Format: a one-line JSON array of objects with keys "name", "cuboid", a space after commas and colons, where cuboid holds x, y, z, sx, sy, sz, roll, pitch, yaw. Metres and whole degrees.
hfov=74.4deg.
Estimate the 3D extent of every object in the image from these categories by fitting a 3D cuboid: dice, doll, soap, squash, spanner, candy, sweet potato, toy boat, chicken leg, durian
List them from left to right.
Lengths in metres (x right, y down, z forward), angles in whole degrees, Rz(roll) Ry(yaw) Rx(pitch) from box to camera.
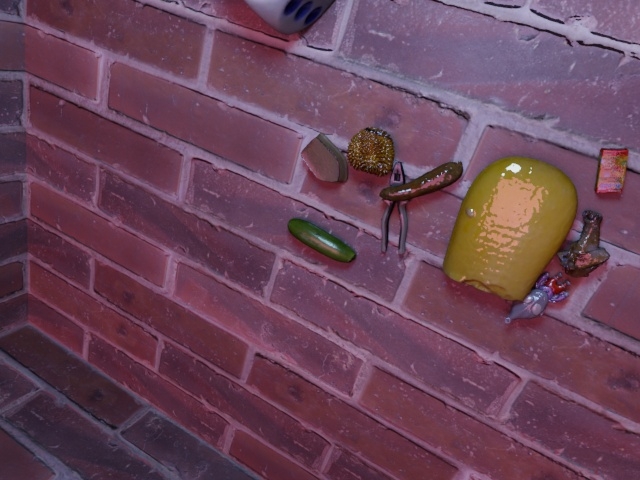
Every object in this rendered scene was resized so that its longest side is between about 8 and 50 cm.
[{"name": "dice", "cuboid": [-0.105, -0.833, 1.238, 0.304, 0.277, 0.304, -38, 90, 27]}, {"name": "squash", "cuboid": [-0.001, 0.000, 1.573, 0.293, 0.082, 0.082, 30, 117, 13]}, {"name": "toy boat", "cuboid": [0.020, -0.274, 1.483, 0.188, 0.061, 0.116, 49, 119, 3]}, {"name": "durian", "cuboid": [0.163, -0.288, 1.375, 0.158, 0.137, 0.167, -1, 117, 4]}, {"name": "spanner", "cuboid": [0.255, -0.106, 1.443, 0.096, 0.040, 0.324, 9, 112, 21]}, {"name": "sweet potato", "cuboid": [0.323, -0.178, 1.349, 0.274, 0.075, 0.075, -20, 98, 18]}, {"name": "soap", "cuboid": [0.567, -0.039, 1.279, 0.306, 0.115, 0.426, 27, 116, 19]}, {"name": "doll", "cuboid": [0.675, 0.190, 1.330, 0.227, 0.075, 0.102, -42, 70, 19]}, {"name": "chicken leg", "cuboid": [0.773, 0.018, 1.221, 0.125, 0.080, 0.196, 26, 107, 0]}, {"name": "candy", "cuboid": [0.800, -0.192, 1.162, 0.062, 0.038, 0.121, 5, 109, 24]}]
